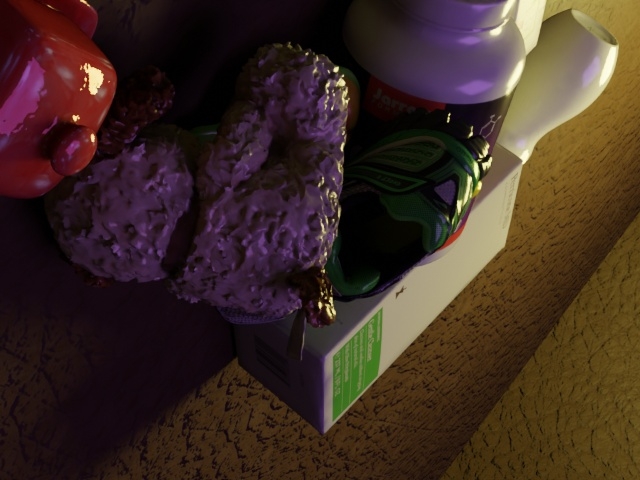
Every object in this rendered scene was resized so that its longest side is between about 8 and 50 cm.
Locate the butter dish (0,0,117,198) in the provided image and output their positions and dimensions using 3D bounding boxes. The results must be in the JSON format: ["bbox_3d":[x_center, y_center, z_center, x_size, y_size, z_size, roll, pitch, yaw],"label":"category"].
[{"bbox_3d":[-0.193,-0.084,0.747,0.160,0.118,0.160,-57,158,5],"label":"butter dish"}]

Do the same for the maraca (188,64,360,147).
[{"bbox_3d":[-0.046,-0.100,1.060,0.186,0.099,0.127,-27,148,-6],"label":"maraca"}]

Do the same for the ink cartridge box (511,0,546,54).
[{"bbox_3d":[0.177,-0.259,1.247,0.067,0.115,0.198,-44,157,-24],"label":"ink cartridge box"}]

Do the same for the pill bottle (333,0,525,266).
[{"bbox_3d":[0.095,-0.136,1.170,0.181,0.181,0.323,-35,152,-39],"label":"pill bottle"}]

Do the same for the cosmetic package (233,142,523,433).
[{"bbox_3d":[0.068,0.027,1.399,0.365,0.155,0.197,-42,155,-23],"label":"cosmetic package"}]

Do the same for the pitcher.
[{"bbox_3d":[0.316,-0.221,1.610,0.207,0.125,0.178,-54,-178,29],"label":"pitcher"}]

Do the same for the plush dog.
[{"bbox_3d":[-0.105,-0.020,0.921,0.225,0.210,0.262,9,131,-15],"label":"plush dog"}]

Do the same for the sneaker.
[{"bbox_3d":[0.000,0.000,1.103,0.343,0.134,0.146,-33,-163,41],"label":"sneaker"}]
